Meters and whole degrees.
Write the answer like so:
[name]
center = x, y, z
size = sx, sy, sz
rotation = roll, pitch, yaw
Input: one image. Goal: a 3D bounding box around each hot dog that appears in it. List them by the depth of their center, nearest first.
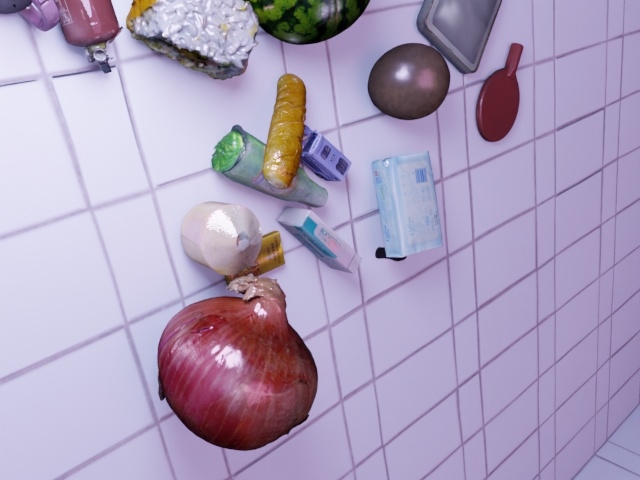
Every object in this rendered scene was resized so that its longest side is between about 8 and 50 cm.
[hot dog]
center = -0.072, -0.239, 1.237
size = 0.088, 0.061, 0.285
rotation = 21, 58, -35

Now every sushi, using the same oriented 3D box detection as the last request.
[sushi]
center = -0.234, -0.390, 1.048
size = 0.274, 0.184, 0.139
rotation = 16, 90, -41

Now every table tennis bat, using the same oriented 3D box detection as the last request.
[table tennis bat]
center = 0.567, -0.458, 1.817
size = 0.200, 0.038, 0.309
rotation = 16, 91, -42

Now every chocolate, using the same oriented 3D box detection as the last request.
[chocolate]
center = -0.096, -0.143, 1.295
size = 0.291, 0.110, 0.110
rotation = 24, 85, -44

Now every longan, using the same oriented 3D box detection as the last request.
[longan]
center = 0.223, -0.388, 1.444
size = 0.213, 0.198, 0.197
rotation = 15, 91, -43

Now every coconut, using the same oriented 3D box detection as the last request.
[coconut]
center = -0.198, -0.008, 1.202
size = 0.147, 0.153, 0.147
rotation = -12, 108, -41

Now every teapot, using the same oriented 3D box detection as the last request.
[teapot]
center = -0.467, -0.388, 0.875
size = 0.116, 0.146, 0.148
rotation = -21, 115, -35

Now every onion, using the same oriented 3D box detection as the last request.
[onion]
center = -0.168, 0.265, 1.194
size = 0.354, 0.354, 0.353
rotation = -12, 109, -38

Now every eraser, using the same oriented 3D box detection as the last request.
[eraser]
center = 0.000, 0.000, 1.413
size = 0.225, 0.096, 0.052
rotation = 43, 69, -39

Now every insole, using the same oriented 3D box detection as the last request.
[insole]
center = 0.201, 0.037, 1.658
size = 0.135, 0.002, 0.044
rotation = 3, 98, -41

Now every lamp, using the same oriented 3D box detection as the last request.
[lamp]
center = 0.389, -0.636, 1.612
size = 0.269, 0.047, 0.266
rotation = 25, 85, -42

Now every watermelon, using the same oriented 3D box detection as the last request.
[watermelon]
center = -0.030, -0.526, 1.136
size = 0.285, 0.285, 0.284
rotation = -12, 109, -38

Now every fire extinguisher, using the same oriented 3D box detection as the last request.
[fire extinguisher]
center = -0.397, -0.410, 0.965
size = 0.105, 0.105, 0.268
rotation = -29, 117, -32

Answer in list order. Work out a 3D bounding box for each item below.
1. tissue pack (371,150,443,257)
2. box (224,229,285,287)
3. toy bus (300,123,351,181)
[tissue pack]
center = 0.231, -0.097, 1.564
size = 0.177, 0.089, 0.263
rotation = -14, 97, -37
[box]
center = -0.153, 0.042, 1.341
size = 0.156, 0.022, 0.088
rotation = -23, 115, -35
[toy bus]
center = -0.004, -0.206, 1.367
size = 0.167, 0.076, 0.073
rotation = 35, 78, -41
